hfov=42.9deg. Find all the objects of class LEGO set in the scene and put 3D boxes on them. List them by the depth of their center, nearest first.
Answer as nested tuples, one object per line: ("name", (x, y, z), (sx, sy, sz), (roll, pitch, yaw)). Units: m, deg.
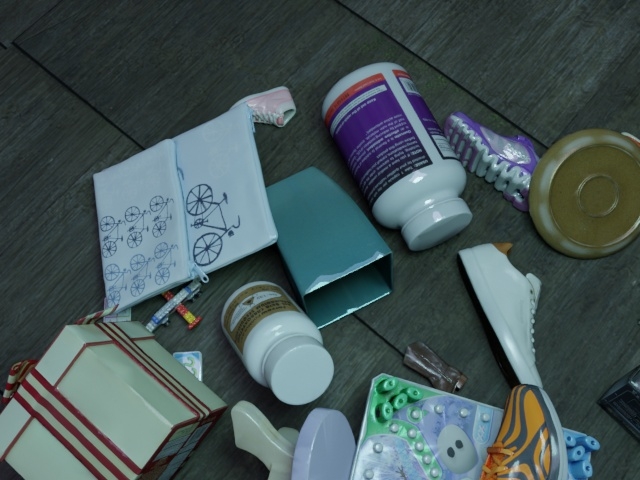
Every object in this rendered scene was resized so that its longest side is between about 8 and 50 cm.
("LEGO set", (-0.299, 0.150, 1.427), (0.183, 0.060, 0.244), (-2, 71, 1))

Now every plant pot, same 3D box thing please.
("plant pot", (0.000, 0.000, 1.425), (0.166, 0.165, 0.234), (-25, 64, -8))
("plant pot", (0.487, -0.080, 1.440), (0.237, 0.032, 0.236), (-1, 100, -6))

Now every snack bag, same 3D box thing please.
("snack bag", (-0.247, -0.062, 1.443), (0.343, 0.037, 0.323), (-22, 57, 14))

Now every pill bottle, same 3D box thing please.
("pill bottle", (-0.069, 0.165, 1.314), (0.131, 0.131, 0.229), (-31, 28, -10))
("pill bottle", (0.141, -0.148, 1.464), (0.182, 0.181, 0.322), (-23, 69, -7))

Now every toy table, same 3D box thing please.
("toy table", (-0.049, 0.374, 1.235), (0.161, 0.252, 0.274), (4, 100, 27))

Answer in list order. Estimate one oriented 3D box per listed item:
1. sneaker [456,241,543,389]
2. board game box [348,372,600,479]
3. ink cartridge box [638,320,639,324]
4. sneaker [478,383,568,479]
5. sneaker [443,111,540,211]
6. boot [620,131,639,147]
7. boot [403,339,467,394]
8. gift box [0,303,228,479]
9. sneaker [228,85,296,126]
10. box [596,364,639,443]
("sneaker", (0.338, 0.127, 1.386), (0.123, 0.106, 0.290), (-17, 67, -2))
("board game box", (0.227, 0.437, 1.238), (0.390, 0.050, 0.389), (18, 69, -9))
("ink cartridge box", (0.691, 0.126, 1.339), (0.233, 0.171, 0.168), (38, 74, 16))
("sneaker", (0.247, 0.359, 1.174), (0.180, 0.124, 0.320), (10, 70, -13))
("sneaker", (0.337, -0.163, 1.516), (0.236, 0.095, 0.104), (42, 71, 10))
("boot", (0.601, -0.139, 1.512), (0.158, 0.059, 0.084), (40, 70, 17))
("boot", (0.177, 0.235, 1.387), (0.114, 0.037, 0.106), (38, 61, 12))
("gift box", (-0.320, 0.255, 1.268), (0.258, 0.255, 0.276), (37, 91, 13))
("sneaker", (-0.110, -0.247, 1.582), (0.134, 0.051, 0.070), (-23, 64, -11))
("box", (0.559, 0.302, 1.269), (0.056, 0.183, 0.231), (-41, 72, -12))
